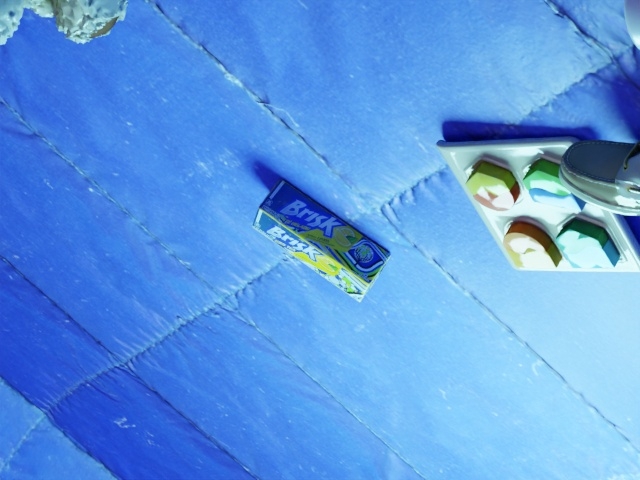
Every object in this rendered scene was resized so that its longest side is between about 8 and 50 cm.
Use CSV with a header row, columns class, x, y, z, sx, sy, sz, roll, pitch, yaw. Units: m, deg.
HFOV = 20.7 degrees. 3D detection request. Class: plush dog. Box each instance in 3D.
class,x,y,z,sx,sy,sz,roll,pitch,yaw
plush dog,-0.387,-0.312,2.021,0.225,0.262,0.211,-10,94,44

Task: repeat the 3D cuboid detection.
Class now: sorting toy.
class,x,y,z,sx,sy,sz,roll,pitch,yaw
sorting toy,0.234,-0.031,1.866,0.208,0.038,0.193,5,139,47

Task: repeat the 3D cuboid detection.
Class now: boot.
class,x,y,z,sx,sy,sz,roll,pitch,yaw
boot,0.315,-0.094,1.630,0.213,0.077,0.165,15,146,29

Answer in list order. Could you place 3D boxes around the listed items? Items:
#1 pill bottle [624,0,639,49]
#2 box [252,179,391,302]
class,x,y,z,sx,sy,sz,roll,pitch,yaw
pill bottle,0.377,-0.179,1.338,0.272,0.152,0.152,14,145,39
box,0.000,0.000,2.177,0.169,0.054,0.059,34,153,5
